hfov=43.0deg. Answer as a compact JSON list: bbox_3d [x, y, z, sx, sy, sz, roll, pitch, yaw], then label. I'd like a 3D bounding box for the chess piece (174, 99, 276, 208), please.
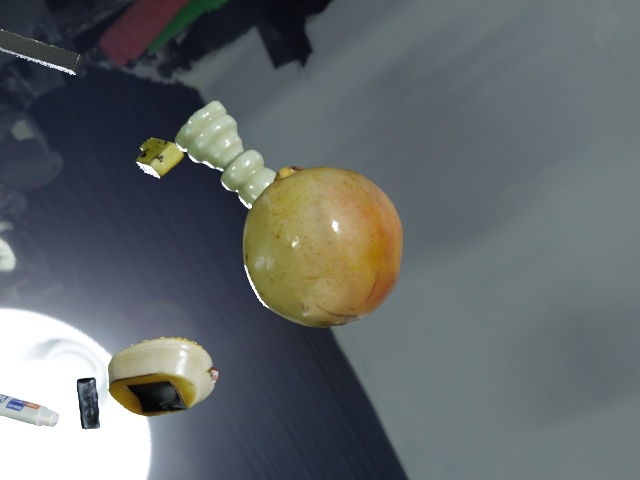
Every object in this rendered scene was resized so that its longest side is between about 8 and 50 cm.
[{"bbox_3d":[-0.179,-0.161,1.699,0.133,0.243,0.133,-42,-4,-3],"label":"chess piece"}]

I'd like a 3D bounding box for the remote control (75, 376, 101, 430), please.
[{"bbox_3d":[-0.416,0.293,1.452,0.039,0.096,0.014,-6,1,4],"label":"remote control"}]

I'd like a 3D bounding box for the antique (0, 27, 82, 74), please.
[{"bbox_3d":[-0.442,-0.286,1.192,0.015,0.192,0.031,67,-137,-78],"label":"antique"}]

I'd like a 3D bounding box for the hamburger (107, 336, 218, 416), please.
[{"bbox_3d":[-0.308,0.261,1.569,0.210,0.173,0.116,-15,37,22],"label":"hamburger"}]

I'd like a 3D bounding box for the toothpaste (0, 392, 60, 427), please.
[{"bbox_3d":[-0.496,0.250,1.241,0.218,0.033,0.052,10,27,18],"label":"toothpaste"}]

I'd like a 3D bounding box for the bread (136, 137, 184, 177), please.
[{"bbox_3d":[-0.407,-0.208,2.003,0.088,0.049,0.226,-48,26,-11],"label":"bread"}]

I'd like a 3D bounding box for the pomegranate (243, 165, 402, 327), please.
[{"bbox_3d":[0.000,0.000,1.493,0.319,0.319,0.319,-30,-3,-2],"label":"pomegranate"}]
